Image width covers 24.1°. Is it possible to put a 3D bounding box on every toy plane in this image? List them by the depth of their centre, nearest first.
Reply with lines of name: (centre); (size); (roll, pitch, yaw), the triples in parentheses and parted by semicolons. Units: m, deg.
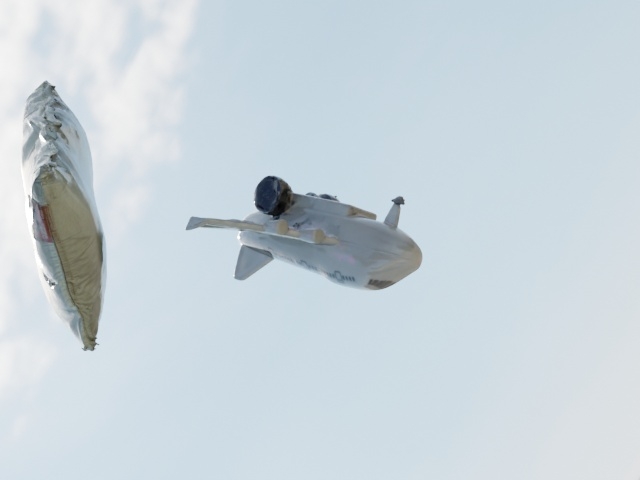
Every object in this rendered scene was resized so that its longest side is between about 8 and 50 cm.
toy plane: (0.001, -0.005, 1.459); (0.251, 0.255, 0.101); (17, -100, -45)

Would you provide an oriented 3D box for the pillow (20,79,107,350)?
pillow: (-0.175, -0.023, 1.020); (0.229, 0.051, 0.128); (-118, 17, -67)
